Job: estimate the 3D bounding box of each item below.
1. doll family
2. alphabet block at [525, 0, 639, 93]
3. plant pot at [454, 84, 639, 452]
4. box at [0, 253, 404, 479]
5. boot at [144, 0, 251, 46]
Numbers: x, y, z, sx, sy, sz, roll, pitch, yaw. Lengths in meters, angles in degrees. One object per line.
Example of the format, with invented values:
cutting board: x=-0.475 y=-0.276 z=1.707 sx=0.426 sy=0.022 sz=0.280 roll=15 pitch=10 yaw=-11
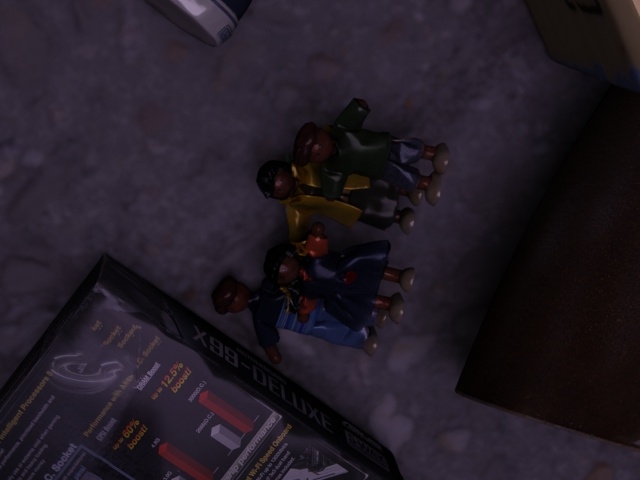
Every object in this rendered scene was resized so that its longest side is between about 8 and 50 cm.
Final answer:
doll family: x=0.000 y=0.000 z=0.787 sx=0.111 sy=0.076 sz=0.193 roll=10 pitch=106 yaw=-14
alphabet block: x=0.196 y=-0.217 z=0.696 sx=0.193 sy=0.192 sz=0.197 roll=-29 pitch=107 yaw=-1
plant pot: x=0.215 y=0.009 z=0.761 sx=0.215 sy=0.215 sz=0.230 roll=16 pitch=88 yaw=-10
box: x=-0.133 y=0.202 z=0.820 sx=0.242 sy=0.076 sz=0.307 roll=36 pitch=97 yaw=-13
boot: x=-0.110 y=-0.202 z=0.735 sx=0.190 sy=0.069 sz=0.086 roll=37 pitch=82 yaw=-15
